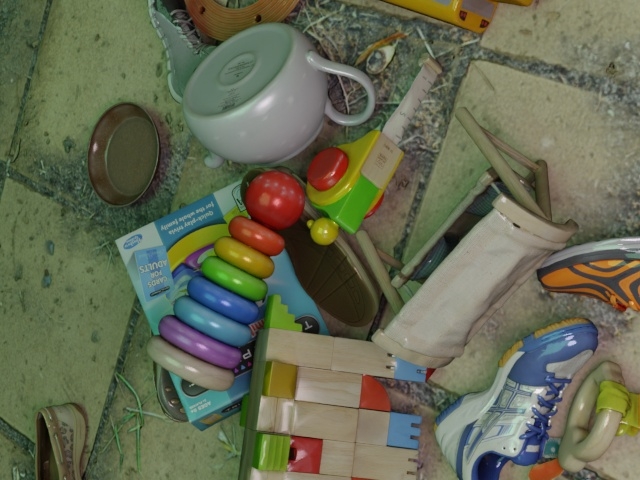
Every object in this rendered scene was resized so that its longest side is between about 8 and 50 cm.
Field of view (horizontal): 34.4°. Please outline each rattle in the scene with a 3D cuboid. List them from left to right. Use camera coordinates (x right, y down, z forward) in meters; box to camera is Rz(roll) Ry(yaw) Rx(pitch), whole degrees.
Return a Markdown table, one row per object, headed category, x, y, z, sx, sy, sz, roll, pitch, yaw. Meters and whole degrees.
| category | x | y | z | sx | sy | sz | roll | pitch | yaw |
| --- | --- | --- | --- | --- | --- | --- | --- | --- | --- |
| rattle | 0.379 | 0.262 | 1.352 | 0.130 | 0.142 | 0.200 | -107 | 32 | -55 |

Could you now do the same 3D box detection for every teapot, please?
| category | x | y | z | sx | sy | sz | roll | pitch | yaw |
| --- | --- | --- | --- | --- | --- | --- | --- | --- | --- |
| teapot | -0.078 | -0.210 | 1.646 | 0.252 | 0.187 | 0.256 | -46 | 38 | -7 |

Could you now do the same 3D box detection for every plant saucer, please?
| category | x | y | z | sx | sy | sz | roll | pitch | yaw |
| --- | --- | --- | --- | --- | --- | --- | --- | --- | --- |
| plant saucer | -0.363 | -0.160 | 1.943 | 0.198 | 0.036 | 0.199 | -3 | 86 | 37 |

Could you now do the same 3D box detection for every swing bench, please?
| category | x | y | z | sx | sy | sz | roll | pitch | yaw |
| --- | --- | --- | --- | --- | --- | --- | --- | --- | --- |
| swing bench | 0.191 | 0.009 | 1.361 | 0.253 | 0.165 | 0.255 | -50 | 25 | 24 |

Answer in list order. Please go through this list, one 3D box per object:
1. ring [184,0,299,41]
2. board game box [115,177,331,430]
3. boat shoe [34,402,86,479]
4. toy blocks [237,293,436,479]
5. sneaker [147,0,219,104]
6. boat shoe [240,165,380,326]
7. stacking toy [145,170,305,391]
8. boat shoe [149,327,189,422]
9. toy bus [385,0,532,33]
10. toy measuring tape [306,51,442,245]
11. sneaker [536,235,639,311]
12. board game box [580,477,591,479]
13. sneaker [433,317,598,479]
| category | x | y | z | sx | sy | sz | roll | pitch | yaw |
| --- | --- | --- | --- | --- | --- | --- | --- | --- | --- |
| ring | -0.125 | -0.508 | 1.792 | 0.336 | 0.032 | 0.337 | -4 | 83 | 37 |
| board game box | -0.150 | 0.095 | 1.659 | 0.253 | 0.079 | 0.336 | -26 | 68 | -2 |
| boat shoe | -0.512 | 0.456 | 1.975 | 0.104 | 0.089 | 0.285 | -4 | 85 | 36 |
| toy blocks | 0.025 | 0.288 | 1.491 | 0.191 | 0.260 | 0.382 | 153 | 126 | -74 |
| sneaker | -0.214 | -0.352 | 1.790 | 0.132 | 0.086 | 0.229 | 2 | 113 | 39 |
| boat shoe | 0.000 | 0.000 | 1.611 | 0.302 | 0.098 | 0.109 | 49 | 125 | 15 |
| stacking toy | -0.126 | 0.047 | 1.518 | 0.141 | 0.141 | 0.330 | 26 | 89 | 36 |
| boat shoe | -0.243 | 0.155 | 1.776 | 0.116 | 0.123 | 0.325 | 133 | 142 | -62 |
| toy bus | 0.163 | -0.398 | 1.515 | 0.332 | 0.108 | 0.130 | 28 | 104 | 35 |
| toy measuring tape | 0.066 | -0.138 | 1.544 | 0.121 | 0.121 | 0.330 | 19 | 74 | 37 |
| sneaker | 0.421 | 0.086 | 1.273 | 0.321 | 0.124 | 0.180 | -6 | 82 | 37 |
| board game box | 0.262 | 0.452 | 1.353 | 0.275 | 0.144 | 0.142 | -45 | 63 | 27 |
| sneaker | 0.278 | 0.227 | 1.371 | 0.296 | 0.111 | 0.131 | -53 | 43 | 34 |
